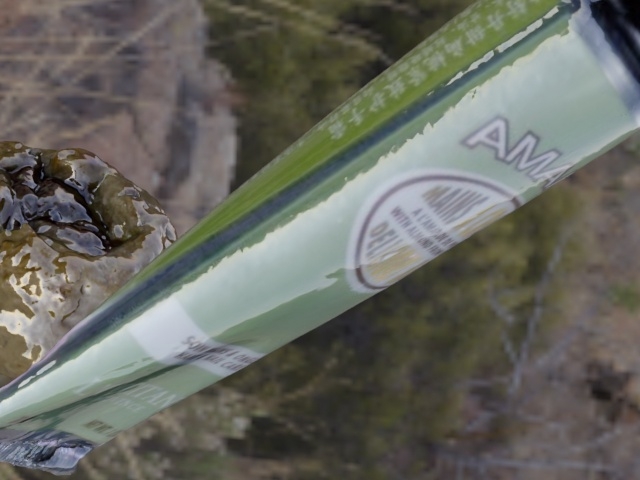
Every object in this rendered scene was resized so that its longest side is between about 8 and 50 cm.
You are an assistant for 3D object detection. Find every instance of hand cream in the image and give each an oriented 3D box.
[{"bbox_3d":[0.000,0.000,0.494,0.055,0.235,0.086,57,9,20],"label":"hand cream"}]

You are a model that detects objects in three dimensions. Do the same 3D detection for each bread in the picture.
[{"bbox_3d":[-0.207,0.012,1.372,0.123,0.230,0.230,-57,170,30],"label":"bread"}]
